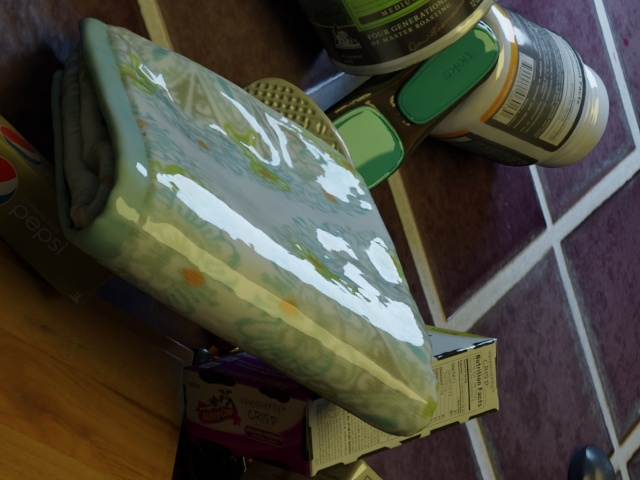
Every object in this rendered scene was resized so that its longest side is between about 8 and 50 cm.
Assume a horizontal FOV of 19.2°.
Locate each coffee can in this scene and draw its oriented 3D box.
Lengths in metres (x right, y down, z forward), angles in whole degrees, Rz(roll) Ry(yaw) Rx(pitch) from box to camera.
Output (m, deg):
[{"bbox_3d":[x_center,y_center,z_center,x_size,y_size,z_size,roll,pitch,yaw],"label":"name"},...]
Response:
[{"bbox_3d":[0.035,-0.331,1.871,0.275,0.201,0.201,57,41,-31],"label":"coffee can"}]

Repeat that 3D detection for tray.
[{"bbox_3d":[-0.262,0.109,1.466,0.411,0.076,0.203,34,56,-46],"label":"tray"}]

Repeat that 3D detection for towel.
[{"bbox_3d":[-0.066,-0.025,1.536,0.320,0.090,0.374,30,20,-23],"label":"towel"}]

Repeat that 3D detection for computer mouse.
[{"bbox_3d":[0.336,0.368,2.301,0.071,0.041,0.242,14,73,-54],"label":"computer mouse"}]

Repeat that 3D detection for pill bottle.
[{"bbox_3d":[0.202,-0.171,2.115,0.278,0.162,0.162,16,70,-54],"label":"pill bottle"}]

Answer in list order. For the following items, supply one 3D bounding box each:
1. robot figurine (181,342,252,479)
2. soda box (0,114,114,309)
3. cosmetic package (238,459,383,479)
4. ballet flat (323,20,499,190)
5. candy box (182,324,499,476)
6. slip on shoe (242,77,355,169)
[{"bbox_3d":[-0.034,0.201,1.763,0.211,0.085,0.291,-27,106,-55],"label":"robot figurine"},{"bbox_3d":[-0.230,-0.033,1.475,0.181,0.058,0.061,44,10,-7],"label":"soda box"},{"bbox_3d":[-0.043,0.330,1.601,0.296,0.129,0.153,-55,127,-20],"label":"cosmetic package"},{"bbox_3d":[0.065,-0.126,1.933,0.280,0.096,0.095,-37,109,-10],"label":"ballet flat"},{"bbox_3d":[0.020,0.128,1.633,0.233,0.159,0.071,-13,106,-43],"label":"candy box"},{"bbox_3d":[0.000,0.000,1.831,0.331,0.123,0.101,63,-5,-2],"label":"slip on shoe"}]
